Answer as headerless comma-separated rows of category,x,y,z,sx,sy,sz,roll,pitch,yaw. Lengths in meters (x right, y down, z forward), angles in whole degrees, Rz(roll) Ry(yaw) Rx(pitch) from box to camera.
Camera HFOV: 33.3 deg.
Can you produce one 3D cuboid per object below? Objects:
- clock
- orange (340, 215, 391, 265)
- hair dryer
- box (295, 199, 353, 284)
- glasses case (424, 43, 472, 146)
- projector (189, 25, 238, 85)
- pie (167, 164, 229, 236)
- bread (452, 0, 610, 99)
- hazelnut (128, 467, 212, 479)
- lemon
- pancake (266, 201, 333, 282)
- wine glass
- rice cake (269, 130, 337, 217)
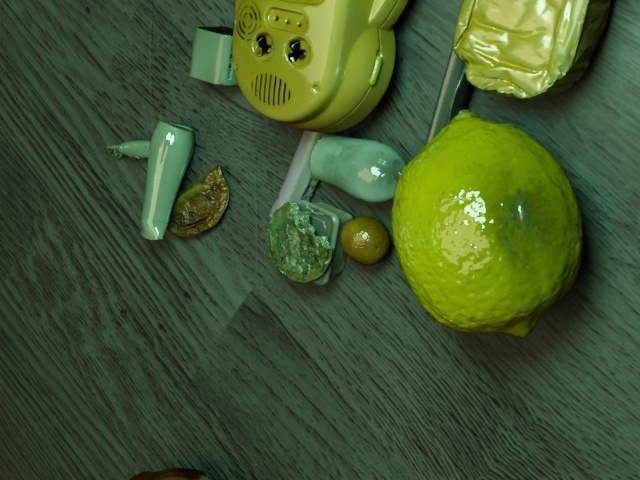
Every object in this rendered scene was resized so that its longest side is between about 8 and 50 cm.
clock,-0.010,-0.315,1.543,0.244,0.200,0.317,22,105,36
orange,0.068,0.000,1.640,0.085,0.085,0.085,9,104,37
hair dryer,-0.325,-0.123,1.923,0.237,0.075,0.207,22,99,47
box,0.000,0.000,1.701,0.089,0.062,0.122,25,113,33
glasses case,0.186,-0.205,1.508,0.042,0.072,0.191,20,112,15
projector,-0.160,-0.302,1.750,0.083,0.083,0.082,22,112,33
pie,-0.220,-0.054,1.880,0.191,0.033,0.088,-28,77,36
bread,0.278,-0.302,1.375,0.179,0.133,0.250,24,114,32
hazelnut,-0.270,0.531,1.910,0.261,0.241,0.261,17,120,33
lemon,0.214,-0.019,1.412,0.253,0.253,0.311,-15,90,39
pancake,-0.038,0.006,1.676,0.116,0.022,0.130,-43,72,39
wine glass,0.083,-0.100,1.595,0.202,0.093,0.093,20,111,31
rice cake,-0.014,-0.141,1.690,0.055,0.049,0.270,35,118,22
